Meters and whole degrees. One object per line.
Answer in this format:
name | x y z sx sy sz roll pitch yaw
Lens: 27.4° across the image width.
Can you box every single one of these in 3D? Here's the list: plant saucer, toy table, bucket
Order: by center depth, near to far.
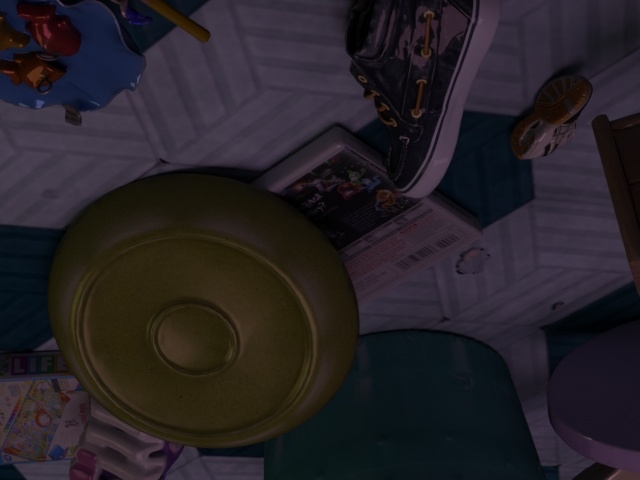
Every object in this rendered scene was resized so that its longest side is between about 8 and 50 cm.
plant saucer | -0.092 0.066 0.984 0.241 0.037 0.241 3 119 5
toy table | 0.340 0.177 1.158 0.274 0.252 0.161 -1 129 11
bucket | 0.073 0.222 1.197 0.281 0.183 0.281 -5 144 -3

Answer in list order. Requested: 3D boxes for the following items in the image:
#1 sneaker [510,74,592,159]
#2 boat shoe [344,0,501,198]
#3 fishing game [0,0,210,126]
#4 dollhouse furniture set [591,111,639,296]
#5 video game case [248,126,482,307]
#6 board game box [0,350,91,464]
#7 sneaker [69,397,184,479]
sneaker | 0.169 -0.088 0.927 0.037 0.032 0.083 -2 151 -32
boat shoe | 0.051 -0.103 0.856 0.083 0.065 0.183 3 136 -13
fishing game | -0.194 -0.109 0.742 0.264 0.041 0.189 -5 155 35
dollhouse furniture set | 0.210 -0.112 0.667 0.174 0.303 0.355 -17 143 14
video game case | 0.000 0.000 1.017 0.190 0.022 0.173 -31 138 30
board game box | -0.242 0.150 1.170 0.103 0.026 0.154 -2 143 -8
sneaker | -0.140 0.121 1.106 0.095 0.104 0.236 27 121 12
